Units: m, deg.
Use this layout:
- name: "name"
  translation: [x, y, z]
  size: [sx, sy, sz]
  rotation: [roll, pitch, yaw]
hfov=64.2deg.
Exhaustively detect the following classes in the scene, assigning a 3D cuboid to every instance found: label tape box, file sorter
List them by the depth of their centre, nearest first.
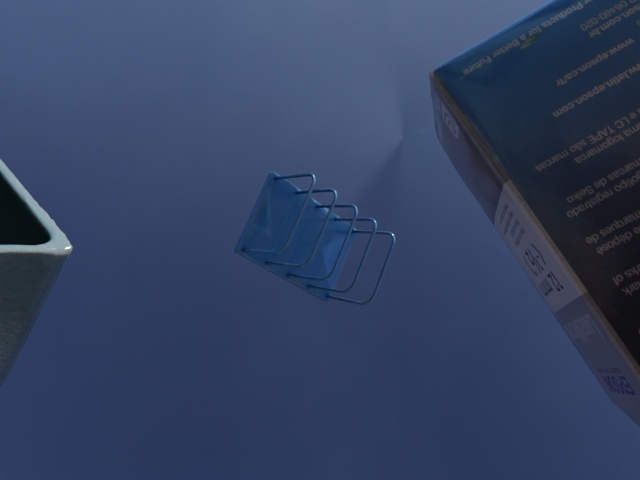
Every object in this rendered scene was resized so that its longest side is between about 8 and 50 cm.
- name: "label tape box"
  translation: [0.260, -0.013, 0.300]
  size: [0.249, 0.115, 0.348]
  rotation: [-29, -108, 6]
- name: "file sorter"
  translation: [0.000, 0.000, 0.675]
  size: [0.170, 0.104, 0.118]
  rotation: [33, -108, -34]

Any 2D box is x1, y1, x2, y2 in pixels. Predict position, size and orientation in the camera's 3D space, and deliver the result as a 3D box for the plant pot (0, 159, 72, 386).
- name: "plant pot"
  translation: [-0.391, 0.050, 0.386]
  size: [0.247, 0.247, 0.252]
  rotation: [37, -70, 32]
